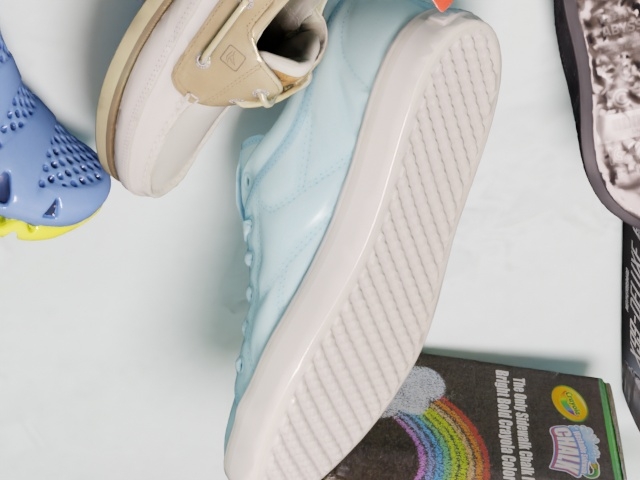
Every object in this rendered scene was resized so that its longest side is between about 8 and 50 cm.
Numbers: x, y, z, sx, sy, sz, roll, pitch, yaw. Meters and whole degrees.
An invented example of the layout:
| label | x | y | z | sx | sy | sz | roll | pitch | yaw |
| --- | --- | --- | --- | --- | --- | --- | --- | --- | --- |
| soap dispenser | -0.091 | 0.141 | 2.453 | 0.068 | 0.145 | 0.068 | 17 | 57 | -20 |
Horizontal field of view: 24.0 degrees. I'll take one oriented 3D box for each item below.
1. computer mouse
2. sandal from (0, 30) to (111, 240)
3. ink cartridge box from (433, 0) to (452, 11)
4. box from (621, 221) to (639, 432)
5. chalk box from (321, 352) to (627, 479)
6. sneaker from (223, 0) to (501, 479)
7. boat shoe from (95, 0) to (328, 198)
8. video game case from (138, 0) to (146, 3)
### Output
| label | x | y | z | sx | sy | sz | roll | pitch | yaw |
| --- | --- | --- | --- | --- | --- | --- | --- | --- | --- |
| computer mouse | 0.233 | -0.142 | 1.047 | 0.188 | 0.072 | 0.272 | -7 | 105 | 1 |
| sandal | -0.254 | -0.119 | 0.977 | 0.138 | 0.126 | 0.317 | -44 | 120 | 15 |
| ink cartridge box | 0.107 | -0.279 | 0.880 | 0.189 | 0.066 | 0.232 | 50 | 63 | -31 |
| box | 0.396 | 0.027 | 1.186 | 0.307 | 0.076 | 0.242 | -9 | 125 | -1 |
| chalk box | 0.139 | 0.217 | 1.190 | 0.289 | 0.180 | 0.179 | 9 | 123 | -1 |
| sneaker | 0.000 | 0.000 | 1.051 | 0.135 | 0.150 | 0.366 | 13 | 102 | -51 |
| boat shoe | -0.053 | -0.131 | 0.958 | 0.103 | 0.113 | 0.302 | 36 | 129 | 8 |
| video game case | -0.137 | -0.338 | 0.894 | 0.300 | 0.036 | 0.329 | 28 | 117 | -24 |
